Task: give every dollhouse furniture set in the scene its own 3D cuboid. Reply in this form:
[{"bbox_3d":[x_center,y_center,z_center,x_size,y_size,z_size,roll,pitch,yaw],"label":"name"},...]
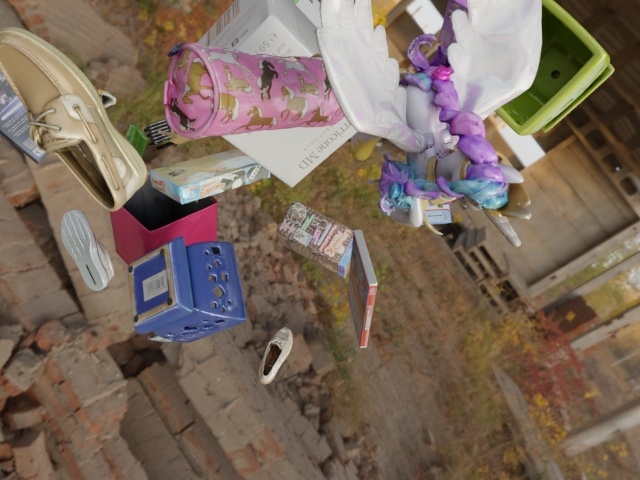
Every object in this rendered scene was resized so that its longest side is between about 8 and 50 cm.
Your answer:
[{"bbox_3d":[-0.760,-0.311,1.971,0.301,0.197,0.151,75,22,-68],"label":"dollhouse furniture set"}]

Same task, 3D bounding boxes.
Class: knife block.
[{"bbox_3d":[-0.559,-0.445,2.038,0.275,0.242,0.088,-17,90,-38],"label":"knife block"}]

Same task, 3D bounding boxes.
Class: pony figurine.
[{"bbox_3d":[0.147,-0.171,0.702,0.363,0.302,0.351,-158,-128,-76],"label":"pony figurine"}]

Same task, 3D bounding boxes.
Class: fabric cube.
[{"bbox_3d":[-0.509,-0.042,1.656,0.254,0.258,0.259,36,46,28],"label":"fabric cube"}]

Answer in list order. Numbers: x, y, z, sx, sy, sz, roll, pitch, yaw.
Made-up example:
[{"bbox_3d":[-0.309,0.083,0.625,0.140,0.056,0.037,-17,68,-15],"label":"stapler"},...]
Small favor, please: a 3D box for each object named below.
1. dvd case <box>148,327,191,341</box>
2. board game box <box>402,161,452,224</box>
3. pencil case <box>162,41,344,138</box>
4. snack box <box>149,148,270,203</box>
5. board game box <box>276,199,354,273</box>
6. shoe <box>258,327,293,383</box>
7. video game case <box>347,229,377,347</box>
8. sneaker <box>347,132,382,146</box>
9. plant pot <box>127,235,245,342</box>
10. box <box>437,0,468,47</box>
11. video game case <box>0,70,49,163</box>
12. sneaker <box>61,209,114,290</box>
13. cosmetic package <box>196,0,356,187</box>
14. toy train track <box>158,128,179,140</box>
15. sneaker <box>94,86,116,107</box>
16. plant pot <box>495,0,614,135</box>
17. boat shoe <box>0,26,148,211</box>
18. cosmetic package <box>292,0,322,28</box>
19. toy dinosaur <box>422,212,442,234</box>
[{"bbox_3d":[-0.471,0.298,1.604,0.087,0.119,0.013,28,44,-57],"label":"dvd case"},{"bbox_3d":[0.357,-0.159,1.698,0.160,0.039,0.212,-4,86,-27],"label":"board game box"},{"bbox_3d":[-0.099,-0.280,0.949,0.386,0.160,0.167,-18,74,-45],"label":"pencil case"},{"bbox_3d":[-0.340,-0.207,1.575,0.321,0.060,0.187,-23,36,-37],"label":"snack box"},{"bbox_3d":[0.000,0.000,1.923,0.291,0.141,0.232,28,-10,9],"label":"board game box"},{"bbox_3d":[-0.154,0.396,1.771,0.058,0.076,0.219,90,20,-53],"label":"shoe"},{"bbox_3d":[0.113,0.140,1.433,0.285,0.025,0.204,92,-10,-45],"label":"video game case"},{"bbox_3d":[0.130,-0.373,1.624,0.227,0.130,0.087,11,3,-44],"label":"sneaker"},{"bbox_3d":[-0.364,0.129,1.335,0.212,0.235,0.236,19,52,-54],"label":"plant pot"},{"bbox_3d":[0.376,-0.600,1.222,0.057,0.201,0.293,35,7,5],"label":"box"},{"bbox_3d":[-0.800,-0.367,1.343,0.274,0.026,0.196,46,55,-24],"label":"video game case"},{"bbox_3d":[-0.706,0.023,1.535,0.091,0.094,0.258,-81,163,-68],"label":"sneaker"},{"bbox_3d":[-0.121,-0.439,1.412,0.393,0.329,0.328,34,29,-36],"label":"cosmetic package"},{"bbox_3d":[-0.557,-0.394,1.856,0.083,0.048,0.014,13,37,11],"label":"toy train track"},{"bbox_3d":[-0.619,-0.363,1.318,0.083,0.070,0.185,20,34,9],"label":"sneaker"},{"bbox_3d":[0.497,-0.384,1.136,0.207,0.227,0.228,-7,58,-48],"label":"plant pot"},{"bbox_3d":[-0.446,-0.204,0.891,0.341,0.121,0.110,55,37,-30],"label":"boat shoe"},{"bbox_3d":[-0.054,-0.720,1.776,0.365,0.197,0.155,40,-7,-9],"label":"cosmetic package"},{"bbox_3d":[0.210,-0.082,1.171,0.183,0.092,0.053,67,23,1],"label":"toy dinosaur"}]
